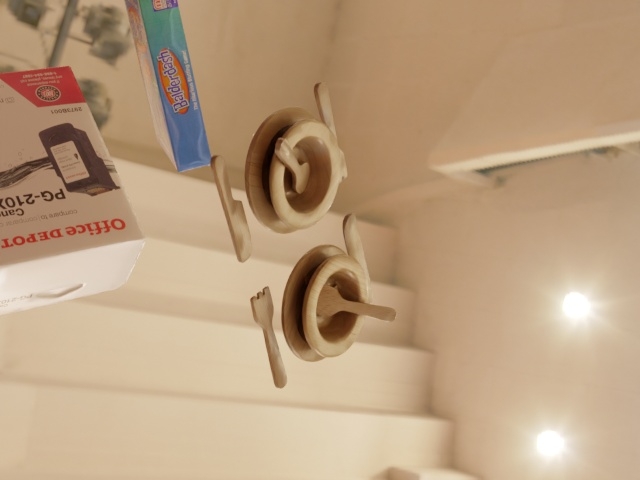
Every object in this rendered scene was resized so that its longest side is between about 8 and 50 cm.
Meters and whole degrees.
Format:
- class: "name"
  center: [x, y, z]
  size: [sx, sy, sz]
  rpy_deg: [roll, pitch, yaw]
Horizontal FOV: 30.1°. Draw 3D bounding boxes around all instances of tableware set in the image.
- class: "tableware set"
  center: [0.000, 0.000, 0.830]
  size: [0.039, 0.128, 0.194]
  rpy_deg: [10, -54, 37]

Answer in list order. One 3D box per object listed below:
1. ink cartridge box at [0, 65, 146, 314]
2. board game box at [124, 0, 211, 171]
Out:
- class: "ink cartridge box"
  center: [-0.311, -0.056, 1.255]
  size: [0.237, 0.172, 0.100]
  rpy_deg: [62, -36, 22]
- class: "board game box"
  center: [-0.187, -0.205, 1.440]
  size: [0.160, 0.047, 0.210]
  rpy_deg: [-133, -150, -66]
